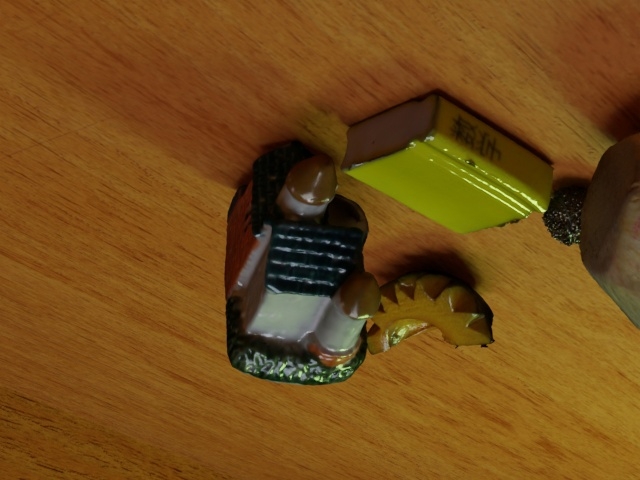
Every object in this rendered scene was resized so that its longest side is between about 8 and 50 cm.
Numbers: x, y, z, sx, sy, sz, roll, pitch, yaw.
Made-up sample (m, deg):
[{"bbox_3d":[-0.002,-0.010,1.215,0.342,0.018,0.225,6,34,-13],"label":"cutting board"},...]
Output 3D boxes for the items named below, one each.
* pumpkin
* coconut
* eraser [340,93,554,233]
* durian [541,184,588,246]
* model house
[{"bbox_3d":[0.176,0.085,1.826,0.254,0.149,0.130,-13,106,50],"label":"pumpkin"},{"bbox_3d":[0.422,-0.012,1.314,0.259,0.259,0.259,8,157,3],"label":"coconut"},{"bbox_3d":[0.153,-0.085,1.446,0.226,0.069,0.158,25,154,-34],"label":"eraser"},{"bbox_3d":[0.319,-0.031,1.506,0.091,0.080,0.080,-2,157,-3],"label":"durian"},{"bbox_3d":[0.000,0.000,1.508,0.190,0.271,0.301,8,144,-14],"label":"model house"}]
